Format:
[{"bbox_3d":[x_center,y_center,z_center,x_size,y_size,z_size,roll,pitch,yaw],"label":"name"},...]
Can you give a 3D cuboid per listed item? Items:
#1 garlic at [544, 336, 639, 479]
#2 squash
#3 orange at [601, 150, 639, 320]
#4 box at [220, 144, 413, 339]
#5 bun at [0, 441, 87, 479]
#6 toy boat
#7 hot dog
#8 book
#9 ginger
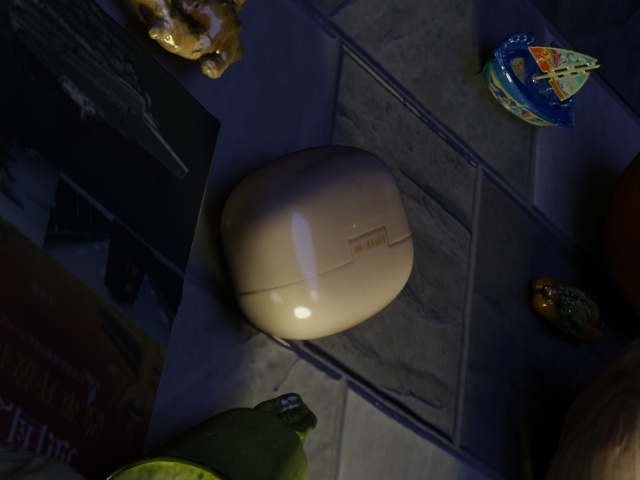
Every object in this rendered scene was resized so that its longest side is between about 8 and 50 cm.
[{"bbox_3d":[0.372,0.206,1.740,0.317,0.317,0.259,-45,115,-52],"label":"garlic"},{"bbox_3d":[-0.064,0.184,1.272,0.287,0.137,0.137,-23,101,-77],"label":"squash"},{"bbox_3d":[0.429,-0.002,1.930,0.261,0.261,0.261,22,62,-52],"label":"orange"},{"bbox_3d":[0.000,0.000,1.441,0.200,0.088,0.146,-23,100,-55],"label":"box"},{"bbox_3d":[-0.177,0.266,0.985,0.360,0.211,0.359,20,65,-51],"label":"bun"},{"bbox_3d":[0.228,-0.168,1.815,0.175,0.110,0.091,17,66,-51],"label":"toy boat"},{"bbox_3d":[0.255,0.070,1.843,0.133,0.041,0.056,29,57,-49],"label":"hot dog"},{"bbox_3d":[-0.182,0.001,1.227,0.262,0.028,0.374,44,46,-44],"label":"book"},{"bbox_3d":[-0.095,-0.216,1.403,0.193,0.052,0.176,-30,105,-47],"label":"ginger"}]
